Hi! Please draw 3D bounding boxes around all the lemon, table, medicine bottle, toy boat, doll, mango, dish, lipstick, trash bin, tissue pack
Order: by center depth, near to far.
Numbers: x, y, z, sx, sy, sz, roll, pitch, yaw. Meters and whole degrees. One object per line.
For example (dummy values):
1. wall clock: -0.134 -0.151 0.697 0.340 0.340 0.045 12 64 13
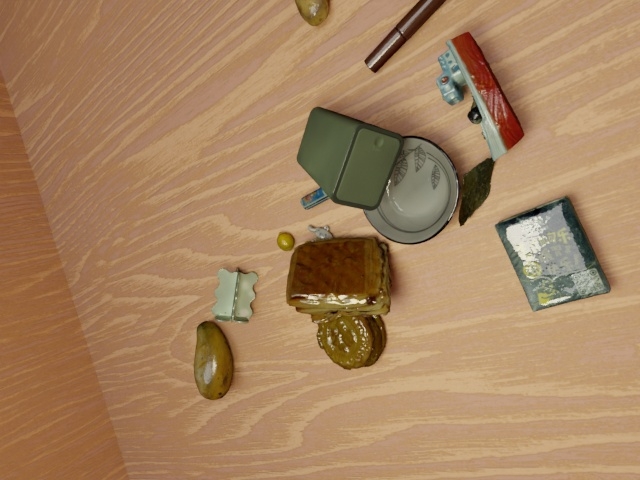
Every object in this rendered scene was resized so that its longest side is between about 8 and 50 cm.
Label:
1. tissue pack: 0.597 0.037 1.041 0.185 0.081 0.257 -25 84 32
2. toy boat: 0.408 -0.365 1.054 0.133 0.145 0.332 -29 76 32
3. lipstick: 0.271 -0.635 1.150 0.356 0.057 0.057 -40 76 30
4. dish: 0.273 -0.148 1.194 0.316 0.106 0.316 9 105 36
5. trash bin: 0.060 -0.264 1.195 0.343 0.158 0.223 49 125 53
6. medicine bottle: 0.016 -0.164 1.389 0.191 0.051 0.051 -24 85 31
7. doll: 0.006 0.004 1.422 0.135 0.071 0.113 6 83 24
8. lemon: -0.132 0.004 1.501 0.062 0.062 0.083 -41 78 30
9. table: -0.346 0.216 1.623 0.166 0.166 0.198 13 96 30
10. mango: -0.466 0.518 1.744 0.176 0.175 0.329 -2 78 10

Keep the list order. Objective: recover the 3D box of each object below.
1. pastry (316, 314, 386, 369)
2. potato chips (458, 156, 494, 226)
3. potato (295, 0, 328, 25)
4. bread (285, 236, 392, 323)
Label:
1. pastry: 0.104 0.325 1.379 0.235 0.132 0.240 -5 89 41
2. potato chips: 0.424 -0.140 1.097 0.209 0.142 0.026 -57 41 2
3. potato: -0.030 -0.783 1.298 0.107 0.080 0.170 -30 77 33
4. bread: 0.065 0.131 1.287 0.324 0.277 0.167 -4 136 11
